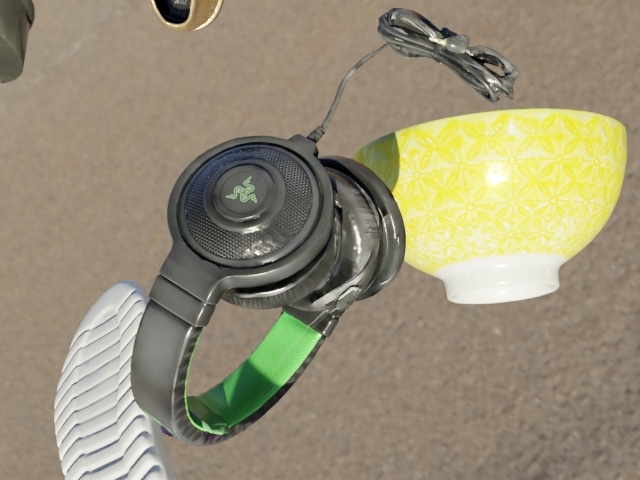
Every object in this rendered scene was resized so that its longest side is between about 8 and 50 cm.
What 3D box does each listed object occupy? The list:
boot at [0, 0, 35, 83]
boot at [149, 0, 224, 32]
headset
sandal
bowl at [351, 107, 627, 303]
[{"bbox_3d":[-0.296,-0.234,0.794,0.131,0.348,0.260,108,170,-73],"label":"boot"},{"bbox_3d":[-0.132,-0.361,1.425,0.112,0.305,0.115,2,11,3],"label":"boot"},{"bbox_3d":[0.000,0.000,1.146,0.185,0.243,0.394,30,98,24],"label":"headset"},{"bbox_3d":[-0.219,0.221,1.635,0.169,0.102,0.416,-39,38,22],"label":"sandal"},{"bbox_3d":[0.179,-0.021,1.465,0.289,0.289,0.156,-14,75,37],"label":"bowl"}]
